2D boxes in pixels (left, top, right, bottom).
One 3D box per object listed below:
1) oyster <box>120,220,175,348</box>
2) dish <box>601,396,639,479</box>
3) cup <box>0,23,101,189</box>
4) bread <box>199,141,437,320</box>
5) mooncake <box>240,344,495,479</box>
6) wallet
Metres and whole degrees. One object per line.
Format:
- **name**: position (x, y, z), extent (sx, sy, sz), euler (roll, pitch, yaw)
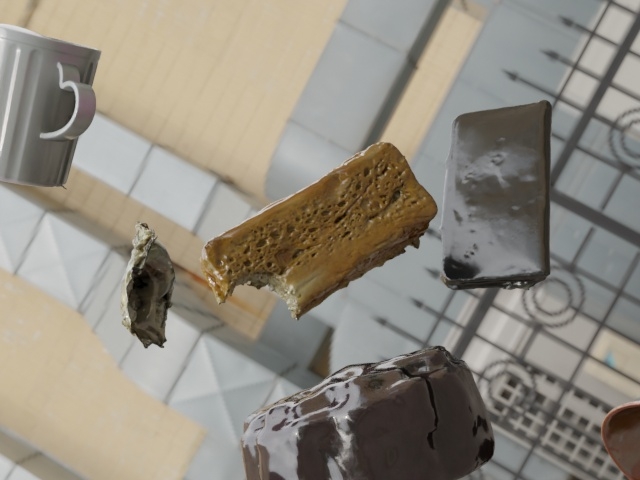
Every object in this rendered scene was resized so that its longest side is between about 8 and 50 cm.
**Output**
- **oyster**: position (-0.188, 0.049, 1.174), extent (0.166, 0.053, 0.108), euler (-78, -31, -56)
- **dish**: position (0.479, 0.252, 1.300), extent (0.085, 0.260, 0.260), euler (-51, -13, -27)
- **cup**: position (-0.394, -0.179, 1.441), extent (0.221, 0.166, 0.202), euler (-141, 64, -71)
- **bread**: position (0.000, 0.000, 1.691), extent (0.380, 0.185, 0.109), euler (-31, -2, -19)
- **mooncake**: position (0.045, 0.207, 1.184), extent (0.282, 0.141, 0.283), euler (-17, -5, -1)
- **wallet**: position (0.306, -0.080, 1.868), extent (0.051, 0.197, 0.378), euler (53, -143, -49)
